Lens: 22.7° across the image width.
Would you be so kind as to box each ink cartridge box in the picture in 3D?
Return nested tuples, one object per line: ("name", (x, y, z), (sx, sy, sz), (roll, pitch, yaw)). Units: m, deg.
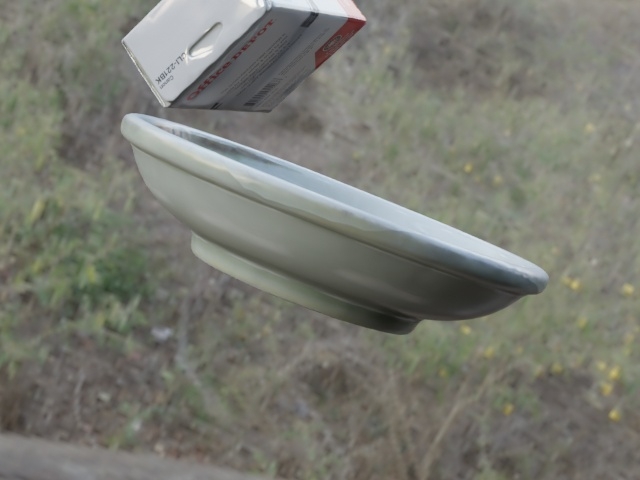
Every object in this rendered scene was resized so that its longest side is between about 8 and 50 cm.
("ink cartridge box", (-0.094, -0.267, 2.036), (0.114, 0.197, 0.273), (55, 23, 13))

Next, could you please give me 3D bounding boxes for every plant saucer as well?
("plant saucer", (0.000, 0.000, 1.414), (0.400, 0.100, 0.400), (21, 5, -2))
